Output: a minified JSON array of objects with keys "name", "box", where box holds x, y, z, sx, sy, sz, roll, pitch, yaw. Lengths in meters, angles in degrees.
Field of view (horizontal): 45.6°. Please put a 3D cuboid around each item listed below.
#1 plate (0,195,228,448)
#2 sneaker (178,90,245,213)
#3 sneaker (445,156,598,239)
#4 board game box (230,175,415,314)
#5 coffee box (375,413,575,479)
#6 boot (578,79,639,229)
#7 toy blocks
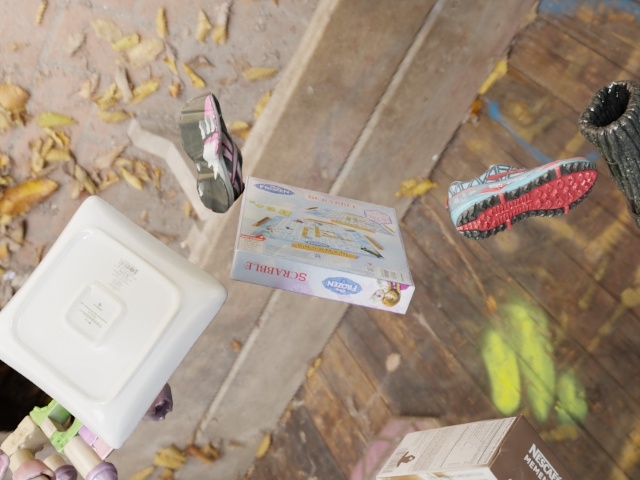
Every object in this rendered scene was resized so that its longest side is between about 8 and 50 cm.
[{"name":"plate","box":[-0.318,0.107,1.095,0.278,0.277,0.045,-55,165,-7]},{"name":"sneaker","box":[-0.155,-0.135,1.130,0.077,0.072,0.178,-42,133,-54]},{"name":"sneaker","box":[0.338,-0.101,1.301,0.262,0.125,0.104,-17,131,-2]},{"name":"board game box","box":[0.000,0.000,1.441,0.318,0.318,0.066,13,117,-7]},{"name":"coffee box","box":[0.209,0.335,1.040,0.098,0.141,0.246,-44,-172,-35]},{"name":"boot","box":[0.606,-0.206,1.504,0.131,0.348,0.260,-29,113,24]},{"name":"toy blocks","box":[-0.383,0.339,1.274,0.288,0.260,0.309,-50,140,-12]}]
